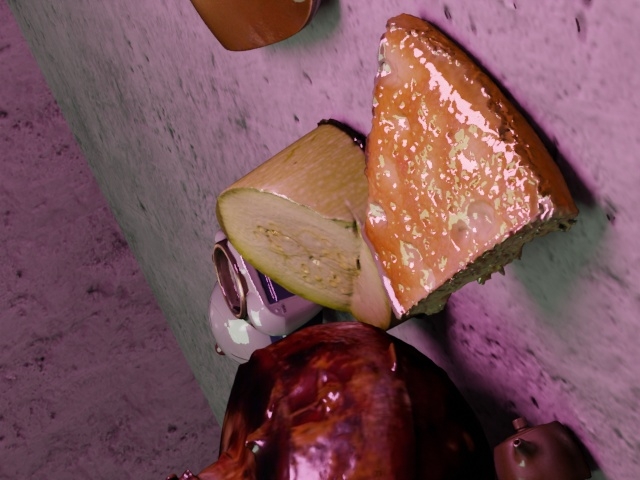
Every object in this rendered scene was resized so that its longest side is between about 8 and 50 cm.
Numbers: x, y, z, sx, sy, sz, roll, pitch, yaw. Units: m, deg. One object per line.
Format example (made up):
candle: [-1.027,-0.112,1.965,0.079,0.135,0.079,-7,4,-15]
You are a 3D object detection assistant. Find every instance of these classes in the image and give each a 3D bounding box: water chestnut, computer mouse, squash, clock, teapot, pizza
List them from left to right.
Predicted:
computer mouse: [-0.086,-0.256,1.089,0.158,0.071,0.310,63,164,-16]
clock: [-0.063,0.080,1.491,0.200,0.146,0.243,62,162,15]
water chestnut: [-0.007,0.235,1.093,0.350,0.302,0.351,-178,90,-76]
squash: [0.014,0.003,1.147,0.220,0.133,0.220,47,159,24]
pizza: [0.095,-0.057,0.870,0.188,0.080,0.204,-51,57,50]
teapot: [0.185,0.184,1.016,0.068,0.076,0.121,67,-163,13]

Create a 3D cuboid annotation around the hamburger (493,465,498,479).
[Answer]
hamburger: [0.138,0.305,1.288,0.189,0.122,0.215,46,157,44]
